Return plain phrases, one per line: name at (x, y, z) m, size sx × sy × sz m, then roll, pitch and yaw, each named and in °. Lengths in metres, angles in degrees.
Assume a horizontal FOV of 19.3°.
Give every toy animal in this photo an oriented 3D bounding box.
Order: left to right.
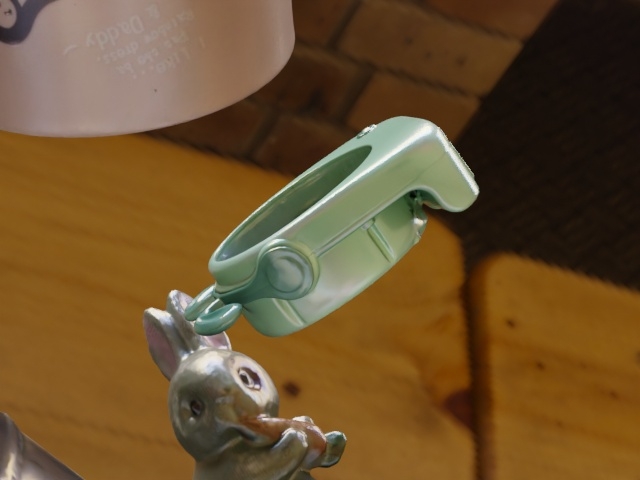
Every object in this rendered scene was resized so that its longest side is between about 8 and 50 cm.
toy animal at (-0.064, 0.148, 1.372) m, size 0.138 × 0.108 × 0.236 m, roll -36°, pitch 89°, yaw -8°

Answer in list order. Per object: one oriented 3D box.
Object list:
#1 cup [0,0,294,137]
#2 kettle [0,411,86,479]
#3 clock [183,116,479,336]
cup at (-0.143, -0.188, 0.946) m, size 0.252 × 0.200 × 0.191 m, roll 9°, pitch 34°, yaw 21°
kettle at (-0.051, 0.183, 0.466) m, size 0.271 × 0.250 × 0.207 m, roll 36°, pitch 75°, yaw -15°
clock at (-0.001, -0.001, 1.135) m, size 0.188 × 0.148 × 0.060 m, roll -36°, pitch 101°, yaw -2°
